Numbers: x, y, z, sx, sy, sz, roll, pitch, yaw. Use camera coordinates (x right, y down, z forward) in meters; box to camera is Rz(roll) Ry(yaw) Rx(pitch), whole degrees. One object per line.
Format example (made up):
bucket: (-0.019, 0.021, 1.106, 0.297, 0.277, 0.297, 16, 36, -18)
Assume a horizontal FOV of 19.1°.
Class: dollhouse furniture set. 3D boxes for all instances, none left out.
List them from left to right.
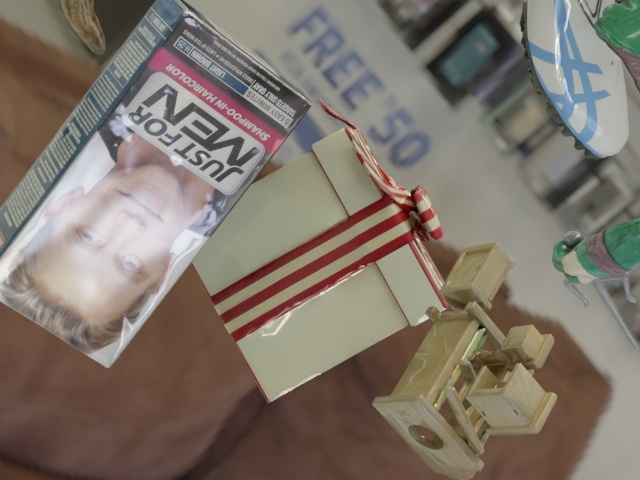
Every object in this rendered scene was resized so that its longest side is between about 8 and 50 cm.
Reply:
dollhouse furniture set: (0.165, 0.096, 1.578, 0.101, 0.161, 0.182, 49, 56, -25)

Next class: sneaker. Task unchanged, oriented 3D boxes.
sneaker: (0.163, -0.159, 1.182, 0.085, 0.086, 0.237, -68, 144, -60)

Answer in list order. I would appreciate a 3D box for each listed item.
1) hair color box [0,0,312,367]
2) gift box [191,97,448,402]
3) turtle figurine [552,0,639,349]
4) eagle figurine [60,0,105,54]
hair color box: (-0.186, -0.061, 1.930, 0.174, 0.347, 0.105, 35, 7, -26)
gift box: (0.000, 0.000, 2.102, 0.276, 0.258, 0.255, 62, 4, -4)
turtle figurine: (0.213, -0.034, 0.977, 0.118, 0.175, 0.234, 40, -24, 41)
eagle figurine: (-0.118, -0.301, 1.078, 0.225, 0.226, 0.298, 25, 55, -13)
